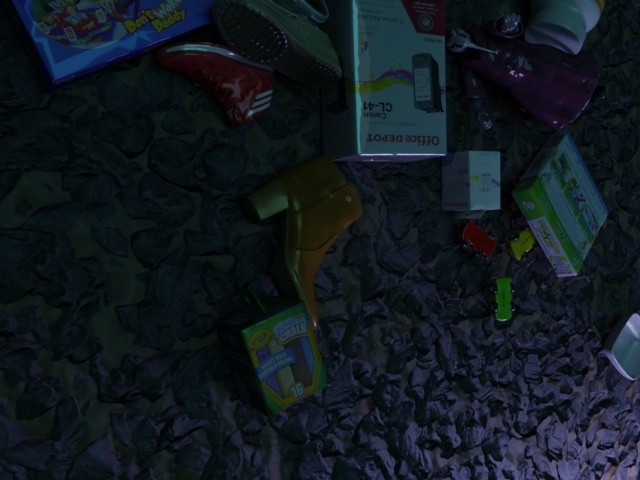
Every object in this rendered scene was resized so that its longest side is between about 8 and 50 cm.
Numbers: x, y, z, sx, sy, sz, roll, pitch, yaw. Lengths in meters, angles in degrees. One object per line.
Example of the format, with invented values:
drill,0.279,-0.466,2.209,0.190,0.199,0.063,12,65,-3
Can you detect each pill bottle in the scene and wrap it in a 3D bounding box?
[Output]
pill bottle,0.574,-0.569,1.586,0.162,0.162,0.278,30,76,-27

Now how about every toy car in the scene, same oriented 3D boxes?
toy car,0.396,0.066,1.565,0.239,0.053,0.225,-1,92,-29

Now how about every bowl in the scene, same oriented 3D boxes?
bowl,0.789,0.271,1.796,0.142,0.053,0.142,47,69,-22

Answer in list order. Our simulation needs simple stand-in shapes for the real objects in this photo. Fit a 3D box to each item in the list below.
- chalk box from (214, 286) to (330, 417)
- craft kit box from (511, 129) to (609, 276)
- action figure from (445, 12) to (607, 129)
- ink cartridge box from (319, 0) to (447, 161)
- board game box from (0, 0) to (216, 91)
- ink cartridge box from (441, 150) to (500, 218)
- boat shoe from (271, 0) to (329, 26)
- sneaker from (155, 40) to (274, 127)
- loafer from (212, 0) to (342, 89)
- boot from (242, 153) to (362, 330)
chalk box,-0.094,0.178,1.242,0.132,0.132,0.213,-21,103,-27
craft kit box,0.567,-0.087,1.626,0.250,0.061,0.246,56,50,-19
action figure,0.416,-0.392,1.486,0.370,0.248,0.275,24,43,-4
ink cartridge box,0.123,-0.311,1.354,0.226,0.131,0.306,-4,92,-30
board game box,-0.327,-0.415,1.115,0.347,0.078,0.233,-30,103,-26
ink cartridge box,0.322,-0.118,1.495,0.090,0.092,0.143,-4,95,-30
boat shoe,-0.092,-0.517,1.221,0.118,0.103,0.320,-46,117,-46
sneaker,-0.175,-0.266,1.210,0.221,0.087,0.128,0,90,-29
loafer,-0.073,-0.354,1.200,0.268,0.102,0.092,26,49,-41
boot,-0.001,-0.001,1.307,0.211,0.104,0.295,-27,100,-26
